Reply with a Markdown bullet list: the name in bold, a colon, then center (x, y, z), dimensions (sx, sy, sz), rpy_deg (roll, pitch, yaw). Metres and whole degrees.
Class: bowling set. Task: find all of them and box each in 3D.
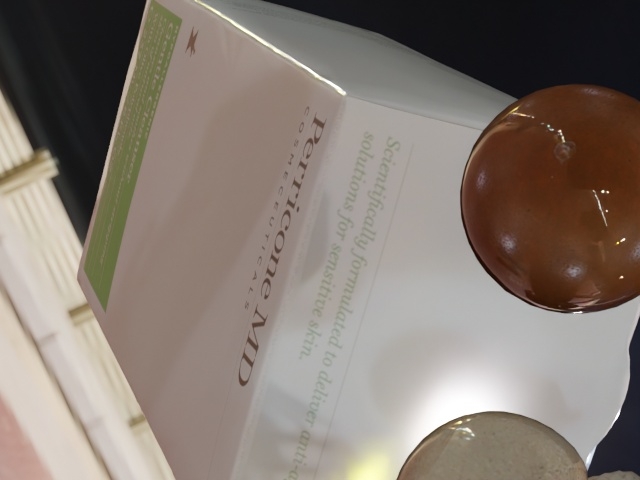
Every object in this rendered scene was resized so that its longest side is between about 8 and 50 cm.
- **bowling set**: center (0.100, 0.069, 0.380), dimensions (0.154, 0.287, 0.199), rpy_deg (64, 17, -72)

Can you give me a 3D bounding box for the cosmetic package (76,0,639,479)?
- **cosmetic package**: center (0.000, 0.000, 0.747), dimensions (0.365, 0.155, 0.197), rpy_deg (-138, -118, -68)
